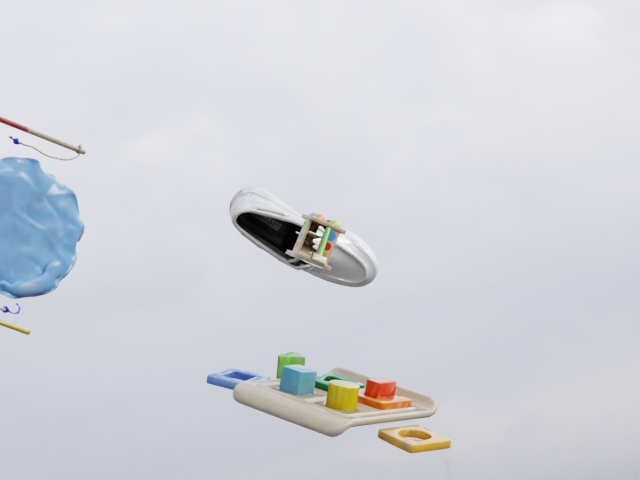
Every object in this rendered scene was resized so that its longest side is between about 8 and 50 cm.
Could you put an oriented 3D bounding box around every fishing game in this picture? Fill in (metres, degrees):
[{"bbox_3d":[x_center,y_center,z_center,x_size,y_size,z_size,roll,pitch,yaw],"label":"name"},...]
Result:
[{"bbox_3d":[-0.392,-0.017,1.712,0.189,0.264,0.041,20,-14,-38],"label":"fishing game"}]

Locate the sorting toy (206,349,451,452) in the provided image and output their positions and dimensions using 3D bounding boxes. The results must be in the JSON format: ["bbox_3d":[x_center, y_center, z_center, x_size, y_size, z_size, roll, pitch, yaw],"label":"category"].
[{"bbox_3d":[0.022,0.183,1.619,0.347,0.047,0.196,14,12,40],"label":"sorting toy"}]

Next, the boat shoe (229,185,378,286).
[{"bbox_3d":[-0.028,0.012,2.029,0.258,0.084,0.095,25,-65,-12],"label":"boat shoe"}]

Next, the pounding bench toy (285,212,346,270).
[{"bbox_3d":[0.000,0.000,1.723,0.052,0.065,0.083,23,-2,-17],"label":"pounding bench toy"}]
